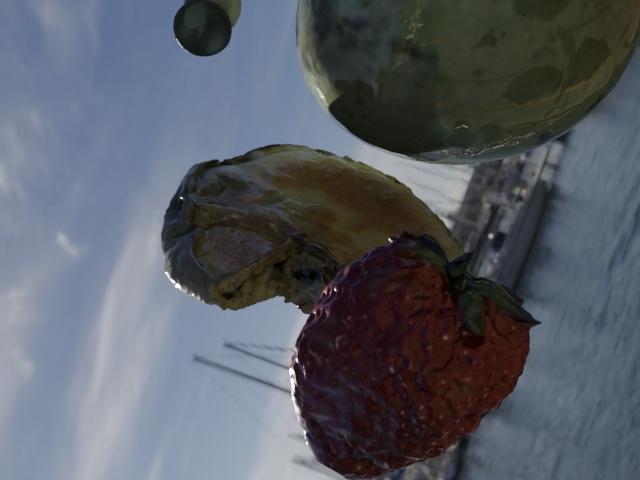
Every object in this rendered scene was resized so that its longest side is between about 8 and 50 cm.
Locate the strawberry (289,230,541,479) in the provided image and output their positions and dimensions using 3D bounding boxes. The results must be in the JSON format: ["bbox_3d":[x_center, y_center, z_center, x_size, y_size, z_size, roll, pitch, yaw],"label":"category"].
[{"bbox_3d":[0.048,0.073,0.585,0.148,0.131,0.131,-59,-10,-11],"label":"strawberry"}]

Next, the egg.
[{"bbox_3d":[0.162,-0.256,1.106,0.428,0.345,0.345,-24,-33,-27],"label":"egg"}]

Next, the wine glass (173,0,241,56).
[{"bbox_3d":[-0.170,-0.362,1.552,0.202,0.093,0.093,-89,12,-60],"label":"wine glass"}]

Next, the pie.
[{"bbox_3d":[0.000,0.000,1.022,0.337,0.338,0.075,-58,-15,-57],"label":"pie"}]
